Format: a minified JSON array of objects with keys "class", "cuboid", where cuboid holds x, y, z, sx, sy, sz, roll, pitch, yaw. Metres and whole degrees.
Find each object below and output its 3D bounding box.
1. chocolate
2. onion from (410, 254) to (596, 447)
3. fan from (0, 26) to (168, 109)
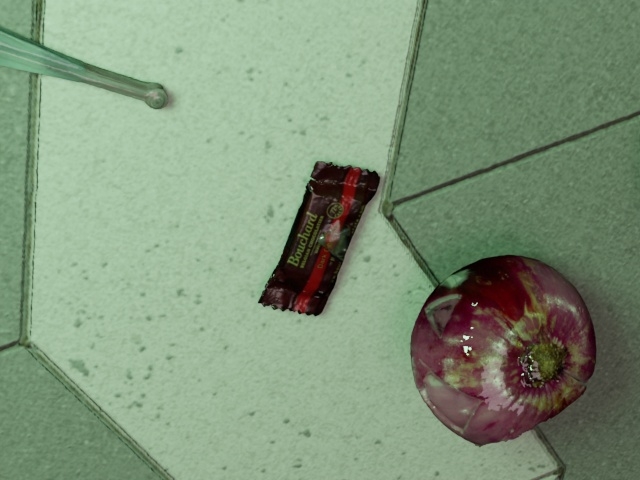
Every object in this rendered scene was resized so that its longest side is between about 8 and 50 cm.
[{"class":"chocolate","cuboid":[0.000,0.000,1.422,0.086,0.028,0.182,13,116,-27]},{"class":"onion","cuboid":[0.197,0.108,1.492,0.207,0.200,0.200,-22,128,7]},{"class":"fan","cuboid":[-0.261,-0.169,1.202,0.282,0.023,0.057,13,106,-30]}]
